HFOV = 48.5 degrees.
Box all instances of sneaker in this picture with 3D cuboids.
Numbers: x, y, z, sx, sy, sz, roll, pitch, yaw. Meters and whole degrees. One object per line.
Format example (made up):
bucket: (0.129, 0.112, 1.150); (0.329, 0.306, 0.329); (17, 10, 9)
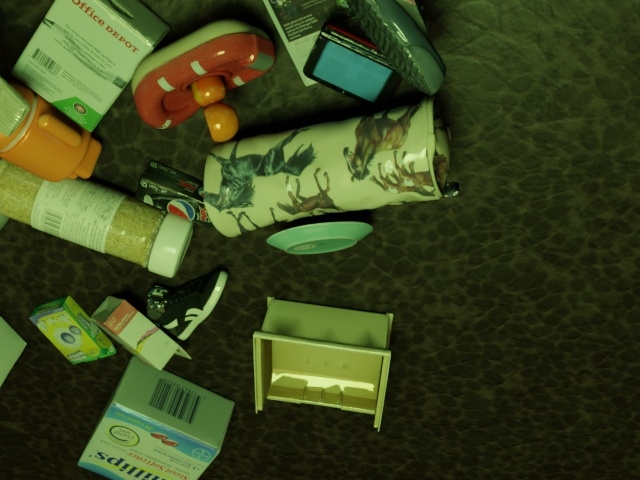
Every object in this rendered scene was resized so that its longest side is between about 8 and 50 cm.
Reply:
sneaker: (0.092, -0.346, 0.919); (0.131, 0.112, 0.319); (-36, 98, -3)
sneaker: (-0.281, 0.114, 1.424); (0.121, 0.079, 0.217); (29, 129, -15)

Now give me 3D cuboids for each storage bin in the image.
storage bin: (0.005, 0.260, 1.458); (0.262, 0.123, 0.261); (7, 128, 5)

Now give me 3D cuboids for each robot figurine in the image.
robot figurine: (-0.473, -0.178, 1.175); (0.128, 0.158, 0.219); (-46, 137, 10)

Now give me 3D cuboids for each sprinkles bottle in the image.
sprinkles bottle: (-0.414, -0.046, 1.295); (0.355, 0.121, 0.121); (21, 129, -6)

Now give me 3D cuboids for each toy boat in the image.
toy boat: (-0.168, -0.220, 1.072); (0.231, 0.151, 0.151); (-20, 85, 25)

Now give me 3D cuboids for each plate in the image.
plate: (0.000, 0.000, 1.239); (0.188, 0.024, 0.188); (-8, 169, -1)

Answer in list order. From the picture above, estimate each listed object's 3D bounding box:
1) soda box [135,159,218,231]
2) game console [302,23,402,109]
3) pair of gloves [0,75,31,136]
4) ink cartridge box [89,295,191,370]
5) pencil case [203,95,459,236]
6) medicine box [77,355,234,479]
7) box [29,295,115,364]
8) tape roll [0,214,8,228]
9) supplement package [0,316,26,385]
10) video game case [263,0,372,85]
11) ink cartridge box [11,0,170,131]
soda box: (-0.240, -0.078, 1.276); (0.168, 0.060, 0.053); (22, 130, -7)
game console: (0.054, -0.250, 1.045); (0.144, 0.124, 0.085); (22, 104, -9)
pair of gloves: (-0.565, -0.210, 1.070); (0.240, 0.042, 0.204); (-31, 98, 30)
ink cartridge box: (-0.376, 0.205, 1.491); (0.198, 0.067, 0.115); (46, 157, -24)
pencil case: (0.007, -0.112, 1.132); (0.410, 0.183, 0.160); (-9, 84, 21)
medicine box: (-0.386, 0.452, 1.668); (0.263, 0.149, 0.289); (27, 127, -11)
box: (-0.544, 0.208, 1.573); (0.105, 0.043, 0.179); (-18, 124, 24)
tape roll: (-0.735, -0.092, 1.335); (0.286, 0.100, 0.286); (6, 129, 7)
supplement package: (-0.827, 0.205, 1.537); (0.177, 0.175, 0.293); (-17, 123, 21)
video game case: (0.027, -0.334, 1.049); (0.190, 0.022, 0.173); (-15, 124, 22)
ink cartridge box: (-0.357, -0.297, 1.108); (0.153, 0.087, 0.208); (39, 125, -19)
